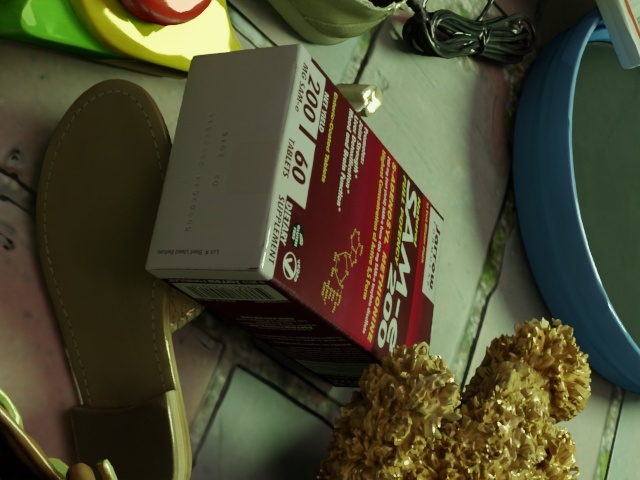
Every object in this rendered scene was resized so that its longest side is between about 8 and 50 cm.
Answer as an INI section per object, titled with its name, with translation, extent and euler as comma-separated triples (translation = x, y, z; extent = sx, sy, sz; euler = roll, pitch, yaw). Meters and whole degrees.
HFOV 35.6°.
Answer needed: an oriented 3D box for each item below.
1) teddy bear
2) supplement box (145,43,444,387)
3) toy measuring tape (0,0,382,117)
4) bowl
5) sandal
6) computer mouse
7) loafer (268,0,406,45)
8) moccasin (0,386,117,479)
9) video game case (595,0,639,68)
[teddy bear]
translation = 0.075, 0.177, 0.632
extent = 0.338, 0.113, 0.245
euler = -4, 117, -47
[supplement box]
translation = 0.000, 0.000, 0.604
extent = 0.239, 0.073, 0.130
euler = 41, 53, -57
[toy measuring tape]
translation = -0.070, -0.154, 0.610
extent = 0.330, 0.121, 0.121
euler = 5, 77, -47
[bowl]
translation = 0.323, -0.040, 0.948
extent = 0.391, 0.077, 0.391
euler = 10, 75, -40
[sandal]
translation = -0.104, 0.032, 0.579
extent = 0.079, 0.088, 0.240
euler = 0, 85, -73
[computer mouse]
translation = 0.100, -0.270, 0.819
extent = 0.184, 0.060, 0.262
euler = -17, 104, -46
[loafer]
translation = -0.029, -0.226, 0.641
extent = 0.268, 0.092, 0.102
euler = 33, 64, -45
[moccasin]
translation = -0.146, 0.150, 0.451
extent = 0.139, 0.147, 0.380
euler = -41, 108, -38
[video game case]
translation = 0.276, -0.318, 0.894
extent = 0.204, 0.025, 0.285
euler = -33, 103, -38
